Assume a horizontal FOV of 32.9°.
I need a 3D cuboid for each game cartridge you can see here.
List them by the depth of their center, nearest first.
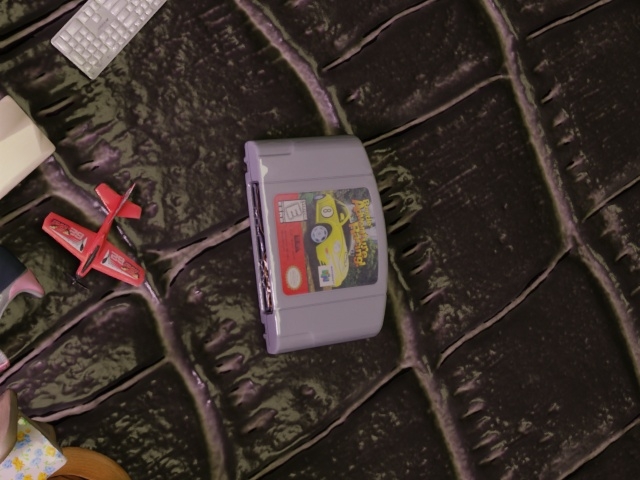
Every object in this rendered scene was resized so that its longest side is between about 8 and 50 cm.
[{"bbox_3d":[0.000,0.000,1.521,0.196,0.060,0.294,-7,91,-33],"label":"game cartridge"}]

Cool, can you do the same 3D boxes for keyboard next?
[{"bbox_3d":[-0.244,-0.323,1.421,0.072,0.014,0.256,45,68,-20],"label":"keyboard"}]

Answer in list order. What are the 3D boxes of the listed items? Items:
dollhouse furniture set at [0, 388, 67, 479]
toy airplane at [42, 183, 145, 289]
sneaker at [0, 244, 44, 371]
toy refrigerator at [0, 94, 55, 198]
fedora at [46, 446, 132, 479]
[{"bbox_3d":[-0.335,0.439,1.131,0.394,0.256,0.362,-41,110,-3],"label":"dollhouse furniture set"},{"bbox_3d":[-0.279,-0.009,1.379,0.151,0.028,0.151,1,88,-30],"label":"toy airplane"},{"bbox_3d":[-0.433,0.150,1.241,0.131,0.112,0.319,33,74,-21],"label":"sneaker"},{"bbox_3d":[-0.445,-0.049,1.249,0.269,0.102,0.094,-47,109,-22],"label":"toy refrigerator"},{"bbox_3d":[-0.316,0.338,1.316,0.194,0.079,0.194,0,90,-32],"label":"fedora"}]
